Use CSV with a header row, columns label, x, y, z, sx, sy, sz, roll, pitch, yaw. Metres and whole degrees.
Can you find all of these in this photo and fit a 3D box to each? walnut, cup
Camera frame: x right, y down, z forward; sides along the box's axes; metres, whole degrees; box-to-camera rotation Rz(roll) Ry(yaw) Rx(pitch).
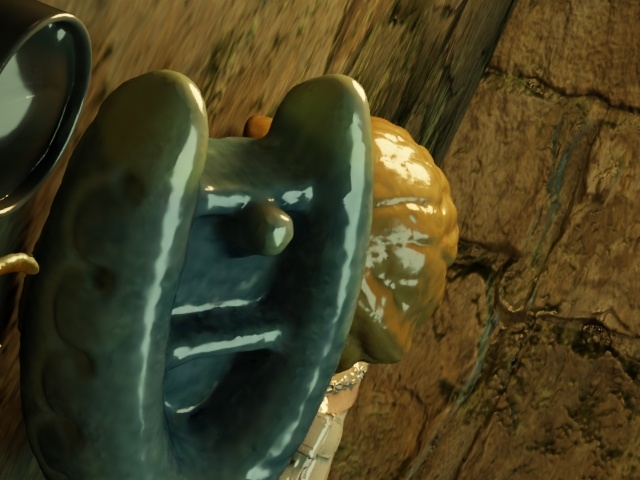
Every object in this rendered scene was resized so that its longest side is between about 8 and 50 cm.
label,x,y,z,sx,sy,sz,roll,pitch,yaw
walnut,0.000,0.000,0.918,0.225,0.224,0.261,-64,171,-6
cup,-0.138,-0.047,0.413,0.100,0.077,0.078,-68,170,13

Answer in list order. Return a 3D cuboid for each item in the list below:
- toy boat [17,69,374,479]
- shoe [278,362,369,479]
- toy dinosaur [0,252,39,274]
label,x,y,z,sx,sy,sz,roll,pitch,yaw
toy boat,-0.061,0.059,0.698,0.215,0.123,0.330,-5,124,-43
shoe,-0.068,0.185,1.084,0.198,0.171,0.351,119,-9,-49
toy dinosaur,-0.176,0.054,0.364,0.142,0.057,0.212,-34,167,9
